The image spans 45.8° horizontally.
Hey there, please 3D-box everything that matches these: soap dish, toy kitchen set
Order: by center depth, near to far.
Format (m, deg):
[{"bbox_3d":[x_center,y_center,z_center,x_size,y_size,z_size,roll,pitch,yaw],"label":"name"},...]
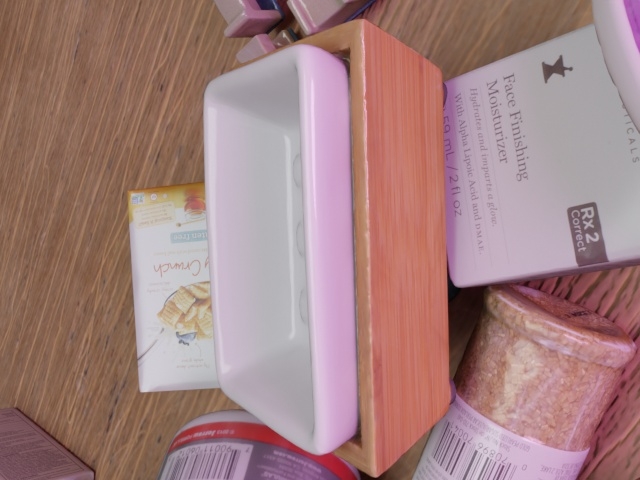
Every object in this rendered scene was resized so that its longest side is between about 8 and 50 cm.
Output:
[{"bbox_3d":[0.000,0.000,0.580,0.229,0.118,0.290,6,99,63],"label":"soap dish"},{"bbox_3d":[-0.039,-0.307,0.815,0.166,0.122,0.207,-30,90,41],"label":"toy kitchen set"}]

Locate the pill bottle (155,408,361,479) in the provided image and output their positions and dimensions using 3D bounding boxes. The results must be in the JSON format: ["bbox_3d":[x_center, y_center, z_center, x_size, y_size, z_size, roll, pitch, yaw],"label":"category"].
[{"bbox_3d":[-0.088,0.354,0.672,0.210,0.210,0.362,-39,24,38],"label":"pill bottle"}]

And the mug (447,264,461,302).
[{"bbox_3d":[0.066,0.014,0.706,0.158,0.097,0.129,-35,68,41],"label":"mug"}]

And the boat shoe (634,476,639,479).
[{"bbox_3d":[0.266,0.312,0.520,0.116,0.123,0.324,-147,51,-76],"label":"boat shoe"}]

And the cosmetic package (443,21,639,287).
[{"bbox_3d":[0.197,-0.055,0.534,0.184,0.151,0.151,-15,80,44],"label":"cosmetic package"}]

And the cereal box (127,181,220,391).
[{"bbox_3d":[-0.133,0.052,0.886,0.173,0.047,0.240,-6,86,12],"label":"cereal box"}]

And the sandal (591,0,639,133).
[{"bbox_3d":[0.239,-0.191,0.400,0.102,0.170,0.416,104,173,-68],"label":"sandal"}]

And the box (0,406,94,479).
[{"bbox_3d":[-0.522,0.397,1.273,0.311,0.148,0.121,15,102,45],"label":"box"}]

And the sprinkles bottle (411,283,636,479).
[{"bbox_3d":[0.127,0.215,0.609,0.121,0.121,0.355,30,105,41],"label":"sprinkles bottle"}]
